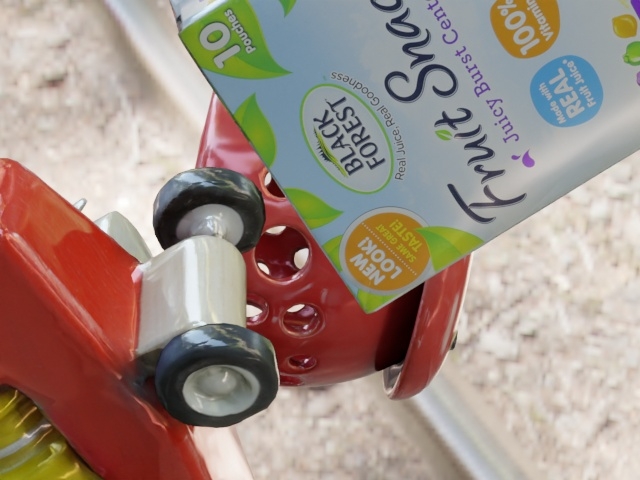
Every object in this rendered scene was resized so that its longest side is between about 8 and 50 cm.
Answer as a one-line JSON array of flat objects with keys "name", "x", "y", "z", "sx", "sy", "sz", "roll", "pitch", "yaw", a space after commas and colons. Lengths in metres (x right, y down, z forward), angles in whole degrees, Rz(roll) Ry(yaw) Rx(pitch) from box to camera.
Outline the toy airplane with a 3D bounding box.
[{"name": "toy airplane", "x": -0.127, "y": 0.158, "z": 0.987, "sx": 0.273, "sy": 0.384, "sz": 0.386, "roll": -12, "pitch": -3, "yaw": 4}]

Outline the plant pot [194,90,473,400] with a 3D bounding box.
[{"name": "plant pot", "x": 0.000, "y": 0.000, "z": 1.092, "sx": 0.174, "sy": 0.191, "sz": 0.191, "roll": 10, "pitch": 39, "yaw": -4}]

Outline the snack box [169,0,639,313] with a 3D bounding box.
[{"name": "snack box", "x": 0.045, "y": -0.059, "z": 0.476, "sx": 0.141, "sy": 0.100, "sz": 0.037, "roll": -31, "pitch": 24, "yaw": 6}]
